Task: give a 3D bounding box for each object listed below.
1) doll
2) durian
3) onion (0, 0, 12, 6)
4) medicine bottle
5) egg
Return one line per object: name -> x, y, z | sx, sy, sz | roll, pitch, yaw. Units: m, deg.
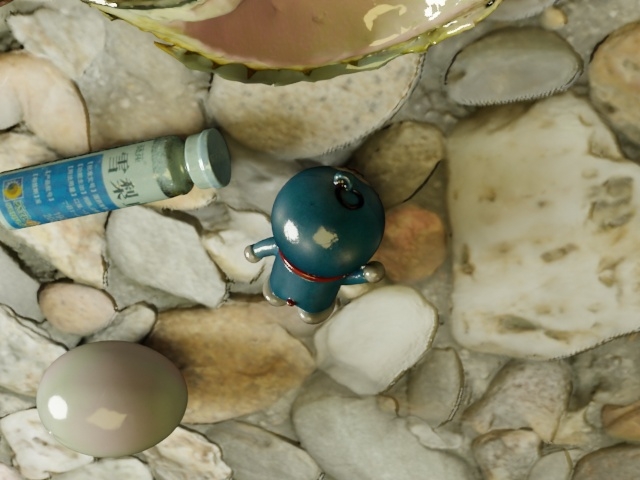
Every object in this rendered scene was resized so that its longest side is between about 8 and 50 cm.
doll -> 0.000, 0.000, 0.813 | 0.114, 0.085, 0.152 | 25, 136, 6
durian -> 0.017, -0.173, 0.653 | 0.305, 0.185, 0.195 | -22, 145, 15
onion -> -0.229, -0.246, 0.609 | 0.161, 0.248, 0.248 | 50, 122, 11
medicine bottle -> -0.167, -0.048, 0.822 | 0.191, 0.051, 0.051 | -9, 123, 16
egg -> -0.184, 0.140, 0.923 | 0.135, 0.103, 0.103 | -1, 124, 6
